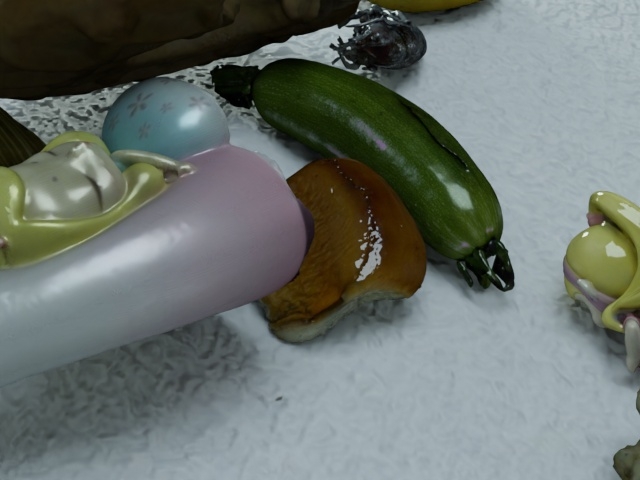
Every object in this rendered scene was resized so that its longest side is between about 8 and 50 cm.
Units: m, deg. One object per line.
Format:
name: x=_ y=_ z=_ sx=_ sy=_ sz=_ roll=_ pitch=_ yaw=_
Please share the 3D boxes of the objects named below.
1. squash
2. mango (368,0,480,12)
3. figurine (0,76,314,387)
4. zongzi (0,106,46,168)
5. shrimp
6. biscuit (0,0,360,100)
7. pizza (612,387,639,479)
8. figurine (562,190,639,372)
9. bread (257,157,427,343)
squash: x=0.039 y=-0.073 z=0.838 sx=0.080 sy=0.071 sz=0.318 roll=-32 pitch=50 yaw=-25
mango: x=0.107 y=-0.257 z=1.076 sx=0.161 sy=0.076 sz=0.103 roll=-7 pitch=33 yaw=-27
figurine: x=-0.215 y=0.009 z=0.640 sx=0.315 sy=0.206 sz=0.284 roll=-24 pitch=53 yaw=-40
zongzi: x=-0.343 y=-0.085 z=0.723 sx=0.288 sy=0.134 sz=0.286 roll=21 pitch=13 yaw=4
shrimp: x=0.045 y=-0.168 z=0.949 sx=0.065 sy=0.057 sz=0.165 roll=31 pitch=19 yaw=22
biscuit: x=-0.121 y=-0.179 z=0.809 sx=0.268 sy=0.115 sz=0.366 roll=-12 pitch=5 yaw=24
pizza: x=0.329 y=0.182 z=0.546 sx=0.435 sy=0.080 sz=0.392 roll=-22 pitch=48 yaw=-32
figurine: x=0.216 y=0.050 z=0.714 sx=0.083 sy=0.083 sz=0.187 roll=-12 pitch=52 yaw=-21
bread: x=0.000 y=0.000 z=0.747 sx=0.126 sy=0.044 sz=0.129 roll=-31 pitch=54 yaw=-6
